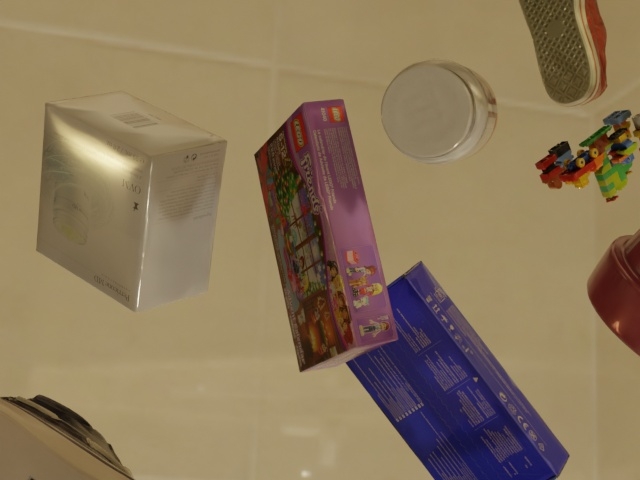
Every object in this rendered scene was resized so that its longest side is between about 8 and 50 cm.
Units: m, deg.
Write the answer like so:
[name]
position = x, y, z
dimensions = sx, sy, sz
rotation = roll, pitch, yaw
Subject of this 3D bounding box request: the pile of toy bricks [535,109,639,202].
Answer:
[pile of toy bricks]
position = 0.424, -0.110, 1.867
dimensions = 0.212, 0.105, 0.118
rotation = -33, -162, -29

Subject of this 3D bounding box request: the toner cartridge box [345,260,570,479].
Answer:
[toner cartridge box]
position = 0.176, 0.216, 1.774
dimensions = 0.165, 0.347, 0.075
rotation = -38, 179, 30

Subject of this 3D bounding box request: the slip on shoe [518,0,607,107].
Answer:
[slip on shoe]
position = 0.378, -0.366, 1.948
dimensions = 0.123, 0.331, 0.101
rotation = -13, 173, 33

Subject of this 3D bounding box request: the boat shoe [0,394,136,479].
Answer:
[boat shoe]
position = -0.190, 0.255, 1.166
dimensions = 0.340, 0.127, 0.158
rotation = 39, -174, 9

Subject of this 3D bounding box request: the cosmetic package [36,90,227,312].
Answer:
[cosmetic package]
position = -0.260, -0.056, 1.694
dimensions = 0.224, 0.224, 0.138
rotation = 26, -150, 36

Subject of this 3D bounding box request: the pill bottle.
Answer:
[pill bottle]
position = 0.137, -0.148, 1.459
dimensions = 0.121, 0.121, 0.221
rotation = -1, -176, 13

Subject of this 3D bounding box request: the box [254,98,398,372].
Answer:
[box]
position = 0.000, 0.000, 1.521
dimensions = 0.057, 0.293, 0.201
rotation = -8, 169, -22

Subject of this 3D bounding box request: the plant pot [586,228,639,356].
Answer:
[plant pot]
position = 0.386, 0.023, 1.203
dimensions = 0.201, 0.201, 0.180
rotation = 12, 119, -33
